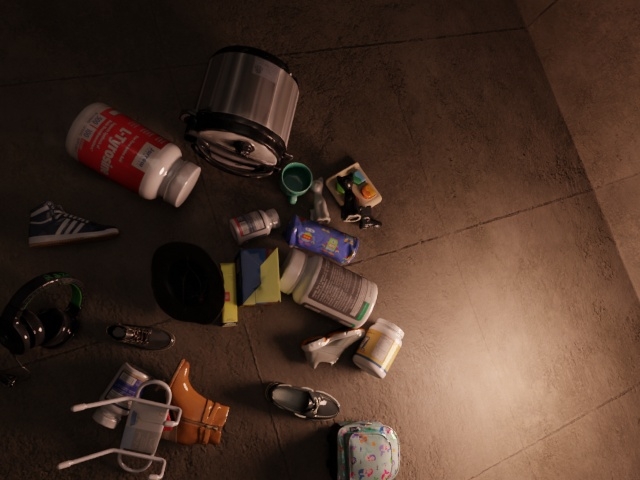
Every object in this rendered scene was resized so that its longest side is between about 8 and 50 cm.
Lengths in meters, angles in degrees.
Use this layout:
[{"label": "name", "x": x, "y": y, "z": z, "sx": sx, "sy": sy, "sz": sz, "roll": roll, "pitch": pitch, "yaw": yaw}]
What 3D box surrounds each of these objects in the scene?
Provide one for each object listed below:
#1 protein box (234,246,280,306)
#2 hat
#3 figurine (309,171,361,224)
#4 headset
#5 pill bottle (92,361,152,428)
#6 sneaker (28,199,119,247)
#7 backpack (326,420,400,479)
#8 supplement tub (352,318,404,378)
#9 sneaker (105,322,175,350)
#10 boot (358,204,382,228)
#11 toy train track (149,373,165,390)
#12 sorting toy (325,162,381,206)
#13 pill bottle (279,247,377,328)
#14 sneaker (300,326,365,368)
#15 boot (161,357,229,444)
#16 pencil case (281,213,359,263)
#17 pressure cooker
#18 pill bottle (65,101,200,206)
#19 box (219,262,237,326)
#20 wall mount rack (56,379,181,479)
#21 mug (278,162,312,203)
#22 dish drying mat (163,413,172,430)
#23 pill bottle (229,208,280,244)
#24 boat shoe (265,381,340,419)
[{"label": "protein box", "x": -0.239, "y": 0.142, "z": 1.544, "sx": 0.136, "sy": 0.201, "sz": 0.199, "roll": -1, "pitch": 78, "yaw": -18}, {"label": "hat", "x": -0.447, "y": 0.138, "z": 1.497, "sx": 0.331, "sy": 0.331, "sz": 0.134, "roll": 57, "pitch": 28, "yaw": 1}, {"label": "figurine", "x": 0.051, "y": -0.180, "z": 1.755, "sx": 0.215, "sy": 0.092, "sz": 0.209, "roll": -7, "pitch": 75, "yaw": -2}, {"label": "headset", "x": -0.914, "y": 0.273, "z": 1.312, "sx": 0.185, "sy": 0.243, "sz": 0.394, "roll": 24, "pitch": 89, "yaw": 15}, {"label": "pill bottle", "x": -0.659, "y": 0.513, "z": 1.381, "sx": 0.112, "sy": 0.112, "sz": 0.186, "roll": 33, "pitch": 71, "yaw": -8}, {"label": "sneaker", "x": -0.863, "y": -0.067, "z": 1.454, "sx": 0.282, "sy": 0.099, "sz": 0.153, "roll": -7, "pitch": 82, "yaw": -15}, {"label": "backpack", "x": 0.171, "y": 0.788, "z": 1.544, "sx": 0.254, "sy": 0.191, "sz": 0.225, "roll": 6, "pitch": 76, "yaw": -21}, {"label": "supplement tub", "x": 0.233, "y": 0.428, "z": 1.657, "sx": 0.144, "sy": 0.144, "sz": 0.199, "roll": 36, "pitch": 70, "yaw": -7}, {"label": "sneaker", "x": -0.618, "y": 0.335, "z": 1.429, "sx": 0.222, "sy": 0.118, "sz": 0.083, "roll": 12, "pitch": 75, "yaw": -14}, {"label": "boot", "x": 0.213, "y": -0.104, "z": 1.808, "sx": 0.121, "sy": 0.045, "sz": 0.099, "roll": -6, "pitch": 94, "yaw": -22}, {"label": "toy train track", "x": -0.576, "y": 0.496, "z": 1.464, "sx": 0.083, "sy": 0.014, "sz": 0.048, "roll": 38, "pitch": 77, "yaw": 0}, {"label": "sorting toy", "x": 0.149, "y": -0.221, "z": 1.832, "sx": 0.193, "sy": 0.038, "sz": 0.208, "roll": -33, "pitch": 89, "yaw": -21}, {"label": "pill bottle", "x": 0.019, "y": 0.182, "z": 1.614, "sx": 0.361, "sy": 0.204, "sz": 0.204, "roll": 27, "pitch": 72, "yaw": -11}, {"label": "sneaker", "x": 0.059, "y": 0.421, "z": 1.641, "sx": 0.263, "sy": 0.099, "sz": 0.121, "roll": -15, "pitch": 90, "yaw": -12}, {"label": "boot", "x": -0.424, "y": 0.562, "z": 1.435, "sx": 0.220, "sy": 0.109, "sz": 0.283, "roll": 13, "pitch": 80, "yaw": -8}, {"label": "pencil case", "x": 0.000, "y": 0.000, "z": 1.693, "sx": 0.306, "sy": 0.119, "sz": 0.133, "roll": 19, "pitch": 86, "yaw": -13}, {"label": "pressure cooker", "x": -0.293, "y": -0.448, "z": 1.558, "sx": 0.370, "sy": 0.375, "sz": 0.420, "roll": 7, "pitch": 77, "yaw": 14}, {"label": "pill bottle", "x": -0.657, "y": -0.294, "z": 1.498, "sx": 0.408, "sy": 0.229, "sz": 0.229, "roll": 30, "pitch": 71, "yaw": -9}, {"label": "box", "x": -0.347, "y": 0.204, "z": 1.560, "sx": 0.058, "sy": 0.087, "sz": 0.232, "roll": 0, "pitch": 79, "yaw": -17}, {"label": "wall mount rack", "x": -0.615, "y": 0.605, "z": 1.299, "sx": 0.304, "sy": 0.130, "sz": 0.349, "roll": 17, "pitch": 99, "yaw": -11}, {"label": "mug", "x": -0.116, "y": -0.236, "z": 1.722, "sx": 0.129, "sy": 0.097, "sz": 0.157, "roll": 42, "pitch": 70, "yaw": -5}, {"label": "dish drying mat", "x": -0.515, "y": 0.590, "z": 1.379, "sx": 0.032, "sy": 0.008, "sz": 0.083, "roll": -12, "pitch": 94, "yaw": 1}, {"label": "pill bottle", "x": -0.256, "y": -0.060, "z": 1.635, "sx": 0.180, "sy": 0.108, "sz": 0.107, "roll": -21, "pitch": 85, "yaw": -20}, {"label": "boat shoe", "x": -0.058, "y": 0.608, "z": 1.555, "sx": 0.303, "sy": 0.091, "sz": 0.114, "roll": 16, "pitch": 74, "yaw": -13}]
